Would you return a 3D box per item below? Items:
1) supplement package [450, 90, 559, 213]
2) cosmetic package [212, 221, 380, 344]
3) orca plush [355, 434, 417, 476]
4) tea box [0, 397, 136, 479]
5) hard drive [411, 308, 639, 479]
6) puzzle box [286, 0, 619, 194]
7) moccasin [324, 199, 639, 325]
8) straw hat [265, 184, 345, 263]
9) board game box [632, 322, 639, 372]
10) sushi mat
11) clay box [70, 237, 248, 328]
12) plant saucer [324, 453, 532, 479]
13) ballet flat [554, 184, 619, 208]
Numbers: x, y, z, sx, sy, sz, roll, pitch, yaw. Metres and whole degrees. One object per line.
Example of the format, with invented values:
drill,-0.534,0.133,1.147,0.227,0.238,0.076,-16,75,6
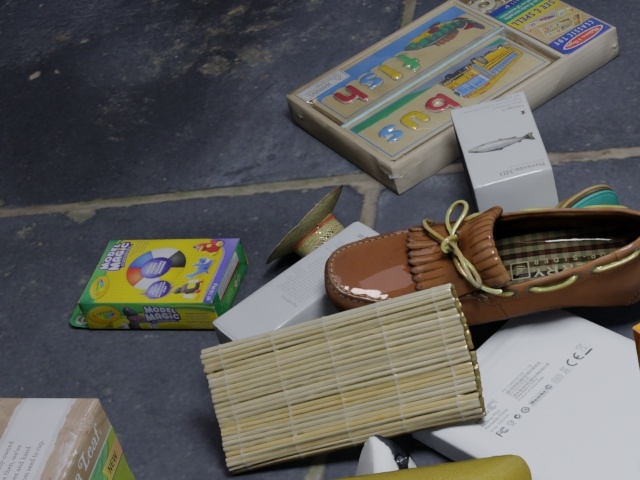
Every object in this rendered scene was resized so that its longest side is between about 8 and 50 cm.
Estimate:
supplement package,0.239,-0.093,2.121,0.105,0.105,0.179,-14,39,3
cosmetic package,-0.008,0.092,1.984,0.231,0.117,0.085,-33,40,-21
orca plush,0.089,0.336,1.664,0.102,0.151,0.287,14,39,-15
tea box,-0.312,0.375,1.587,0.220,0.323,0.329,-2,41,19
hard drive,0.300,0.202,1.787,0.233,0.047,0.353,-40,43,-26
puzzle box,0.188,-0.236,2.358,0.409,0.052,0.272,-33,41,-19
moccasin,0.193,0.023,1.871,0.380,0.147,0.139,-1,55,7
straw hat,0.000,0.000,2.130,0.061,0.144,0.144,44,61,6
board game box,0.543,0.199,1.447,0.356,0.356,0.356,-30,40,-16
sushi mat,0.023,0.158,1.839,0.316,0.151,0.019,-16,-2,19
clay box,-0.219,0.056,2.157,0.222,0.053,0.127,-1,41,19
plant saucer,0.048,0.371,1.533,0.332,0.081,0.333,-10,67,10
ballet flat,0.276,0.005,2.014,0.073,0.080,0.232,10,44,46
